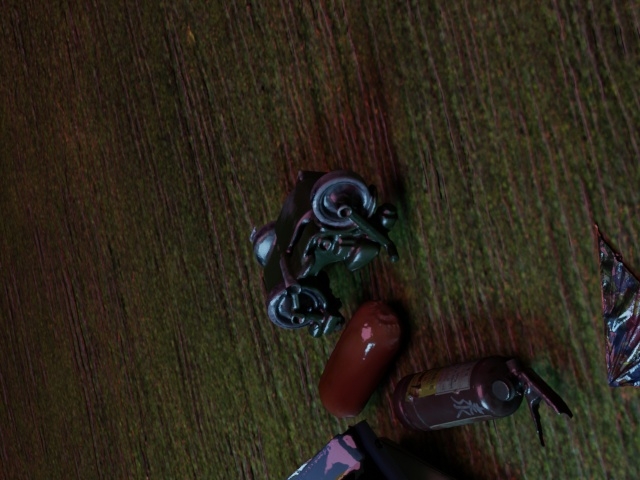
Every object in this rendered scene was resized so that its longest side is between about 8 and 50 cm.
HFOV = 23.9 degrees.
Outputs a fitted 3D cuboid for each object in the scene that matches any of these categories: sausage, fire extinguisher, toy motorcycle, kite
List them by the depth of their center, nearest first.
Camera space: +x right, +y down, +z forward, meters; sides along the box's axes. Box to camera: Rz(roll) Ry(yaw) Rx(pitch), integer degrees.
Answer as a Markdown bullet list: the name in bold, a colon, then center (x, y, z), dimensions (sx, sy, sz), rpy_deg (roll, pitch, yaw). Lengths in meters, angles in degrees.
- **kite**: center (0.342, 0.088, 1.607), dimensions (0.232, 0.009, 0.189), rpy_deg (53, 136, 31)
- **fire extinguisher**: center (0.198, 0.188, 1.784), dimensions (0.252, 0.075, 0.106), rpy_deg (-20, 110, 52)
- **toy motorcycle**: center (0.000, 0.000, 1.950), dimensions (0.205, 0.127, 0.275), rpy_deg (-104, 34, -53)
- **sausage**: center (0.051, 0.156, 1.960), dimensions (0.077, 0.077, 0.194), rpy_deg (54, 135, 30)

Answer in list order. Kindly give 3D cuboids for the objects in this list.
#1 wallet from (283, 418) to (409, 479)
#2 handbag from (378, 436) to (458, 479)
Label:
- **wallet**: center (0.063, 0.352, 1.845), dimensions (0.231, 0.069, 0.170), rpy_deg (52, 122, 13)
- **handbag**: center (0.145, 0.396, 1.873), dimensions (0.315, 0.109, 0.241), rpy_deg (31, 123, 41)
